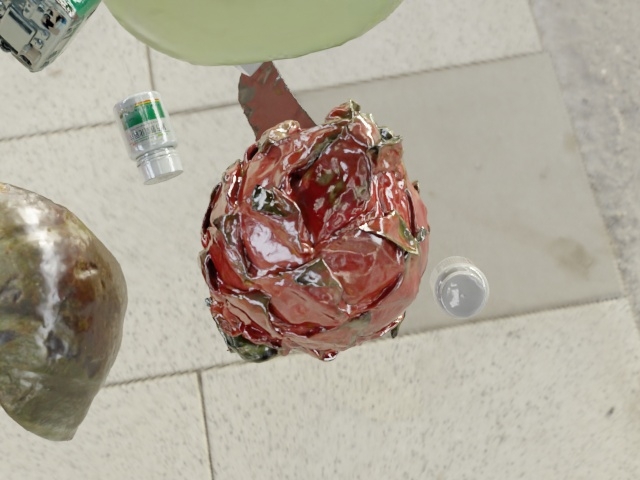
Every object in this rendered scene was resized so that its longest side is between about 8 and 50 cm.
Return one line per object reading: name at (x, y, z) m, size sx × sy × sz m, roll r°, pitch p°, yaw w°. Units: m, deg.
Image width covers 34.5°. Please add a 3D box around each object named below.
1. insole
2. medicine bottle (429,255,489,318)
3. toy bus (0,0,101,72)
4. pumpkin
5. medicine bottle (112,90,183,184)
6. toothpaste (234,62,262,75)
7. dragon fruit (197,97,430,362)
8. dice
insole at (-0.046, -0.129, 1.343) m, size 0.111 × 0.007 × 0.328 m, roll -46°, pitch 48°, yaw 25°
medicine bottle at (0.196, 0.068, 1.454) m, size 0.079 × 0.140 × 0.079 m, roll 0°, pitch 95°, yaw 3°
toy bus at (-0.545, -0.497, 2.083) m, size 0.183 × 0.343 × 0.199 m, roll 45°, pitch 62°, yaw -14°
pumpkin at (-0.283, 0.081, 1.081) m, size 0.148 × 0.312 × 0.169 m, roll -29°, pitch 36°, yaw 4°
medicine bottle at (-0.261, -0.156, 1.575) m, size 0.080 × 0.080 × 0.130 m, roll -19°, pitch 85°, yaw -8°
toothpaste at (-0.001, -0.372, 1.289) m, size 0.125 × 0.080 × 0.371 m, roll 38°, pitch 91°, yaw 20°
dragon fruit at (0.000, 0.000, 1.048) m, size 0.244 × 0.299 × 0.244 m, roll 17°, pitch 39°, yaw -15°
dice at (-0.057, -0.304, 0.803) m, size 0.254 × 0.252 × 0.250 m, roll -6°, pitch 49°, yaw 8°
